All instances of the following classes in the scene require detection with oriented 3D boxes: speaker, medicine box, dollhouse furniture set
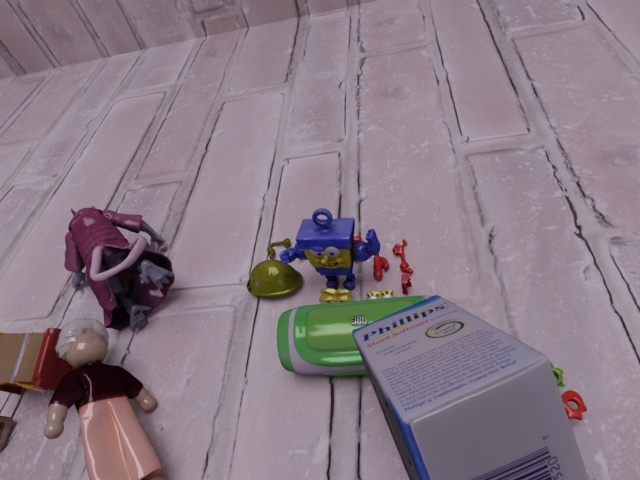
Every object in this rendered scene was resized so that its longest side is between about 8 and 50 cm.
[{"bbox_3d":[0.078,0.171,0.796,0.297,0.131,0.131,-7,48,11],"label":"speaker"},{"bbox_3d":[0.170,0.237,0.536,0.149,0.263,0.289,-22,6,-4],"label":"medicine box"},{"bbox_3d":[-0.585,0.358,0.841,0.202,0.152,0.373,-2,66,14],"label":"dollhouse furniture set"}]

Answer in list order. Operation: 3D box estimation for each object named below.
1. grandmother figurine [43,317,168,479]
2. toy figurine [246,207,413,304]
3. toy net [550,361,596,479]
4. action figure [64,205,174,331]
[{"bbox_3d":[-0.377,0.288,0.780,0.104,0.208,0.342,-37,66,7],"label":"grandmother figurine"},{"bbox_3d":[0.000,0.000,0.907,0.363,0.217,0.191,1,50,17],"label":"toy figurine"},{"bbox_3d":[0.350,0.302,0.656,0.122,0.045,0.232,-14,49,2],"label":"toy net"},{"bbox_3d":[-0.507,0.029,1.014,0.248,0.275,0.370,-41,64,-12],"label":"action figure"}]
